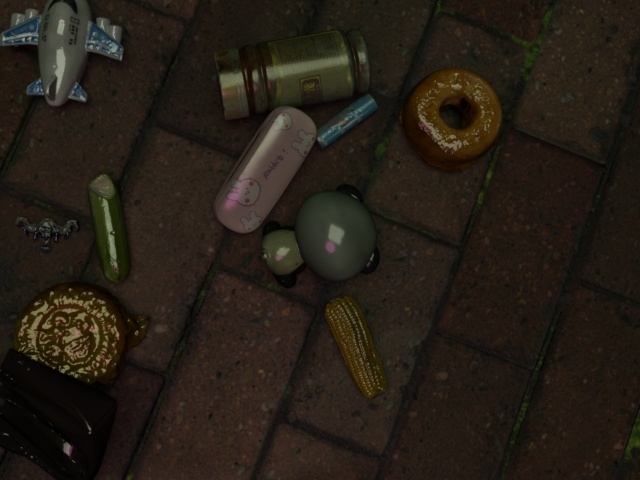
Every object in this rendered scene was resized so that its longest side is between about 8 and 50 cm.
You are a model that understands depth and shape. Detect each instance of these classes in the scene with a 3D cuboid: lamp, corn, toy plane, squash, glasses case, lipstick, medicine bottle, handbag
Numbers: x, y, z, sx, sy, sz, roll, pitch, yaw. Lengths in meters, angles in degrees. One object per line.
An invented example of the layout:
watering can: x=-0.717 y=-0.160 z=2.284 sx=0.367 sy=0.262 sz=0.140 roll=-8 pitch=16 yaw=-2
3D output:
lamp: x=0.000 y=0.000 z=1.827 sx=0.243 sy=0.197 sz=0.198 roll=-19 pitch=85 yaw=17
corn: x=0.080 y=0.227 z=1.847 sx=0.080 sy=0.080 sz=0.231 roll=-23 pitch=85 yaw=-7
toy plane: x=-0.554 y=-0.417 z=1.853 sx=0.266 sy=0.122 sz=0.267 roll=1 pitch=81 yaw=-5
squash: x=-0.451 y=-0.027 z=1.840 sx=0.069 sy=0.069 sz=0.239 roll=-11 pitch=85 yaw=-6
glasses case: x=-0.119 y=-0.151 z=1.849 sx=0.113 sy=0.075 sz=0.297 roll=31 pitch=95 yaw=-26
lipstick: x=0.053 y=-0.264 z=1.917 sx=0.158 sy=0.048 sz=0.048 roll=-37 pitch=87 yaw=-7
medicine bottle: x=-0.062 y=-0.362 z=1.867 sx=0.322 sy=0.151 sz=0.151 roll=-11 pitch=84 yaw=-6
handbag: x=-0.537 y=0.360 z=1.698 sx=0.257 sy=0.285 sz=0.113 roll=31 pitch=44 yaw=7

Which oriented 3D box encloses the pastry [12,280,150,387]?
pastry: x=-0.507 y=0.205 z=1.777 sx=0.235 sy=0.132 sz=0.240 roll=31 pitch=83 yaw=1

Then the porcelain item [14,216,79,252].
porcelain item: x=-0.589 y=-0.010 z=1.852 sx=0.136 sy=0.021 sz=0.075 roll=3 pitch=87 yaw=-4

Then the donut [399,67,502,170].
donut: x=0.291 y=-0.271 z=1.904 sx=0.226 sy=0.114 sz=0.227 roll=1 pitch=82 yaw=-4
